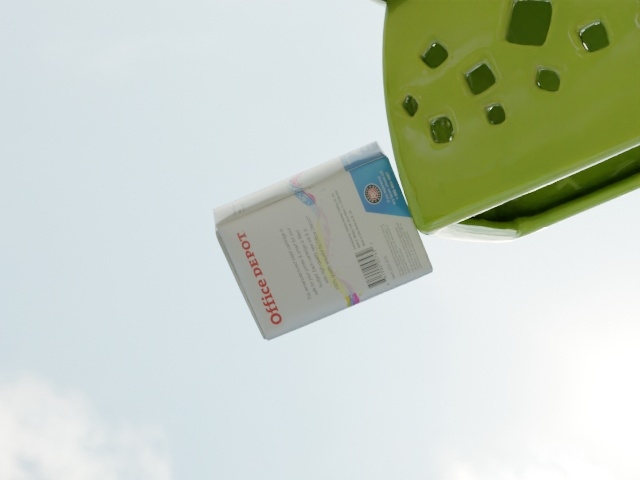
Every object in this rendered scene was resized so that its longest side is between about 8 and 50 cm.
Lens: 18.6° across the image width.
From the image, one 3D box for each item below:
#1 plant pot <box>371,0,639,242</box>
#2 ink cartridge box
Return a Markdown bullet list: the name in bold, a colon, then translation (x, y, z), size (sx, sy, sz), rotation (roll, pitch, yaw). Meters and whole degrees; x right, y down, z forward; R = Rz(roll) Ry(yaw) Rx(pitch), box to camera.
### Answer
- **plant pot**: translation (0.155, -0.133, 1.285), size (0.207, 0.228, 0.227), rotation (68, -163, 8)
- **ink cartridge box**: translation (0.000, 0.000, 1.288), size (0.122, 0.088, 0.052), rotation (-23, -162, 0)
